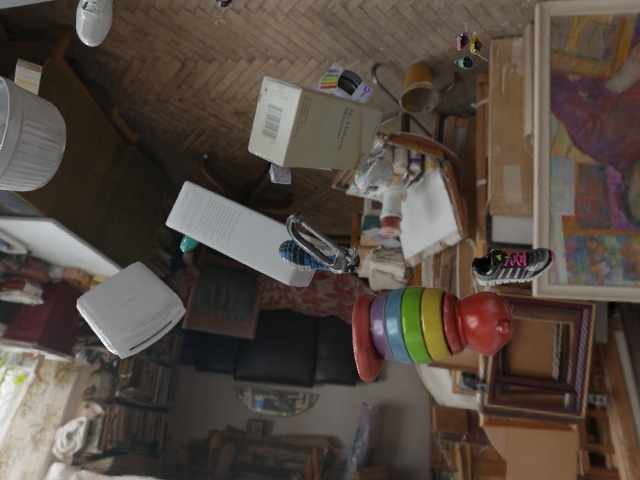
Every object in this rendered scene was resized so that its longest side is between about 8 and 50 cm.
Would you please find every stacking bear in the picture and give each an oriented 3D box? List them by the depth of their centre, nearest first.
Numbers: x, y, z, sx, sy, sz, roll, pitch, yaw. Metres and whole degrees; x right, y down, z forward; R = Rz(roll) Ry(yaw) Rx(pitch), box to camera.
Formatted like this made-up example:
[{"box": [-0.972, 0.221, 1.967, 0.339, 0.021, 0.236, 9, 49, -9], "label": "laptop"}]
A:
[{"box": [0.223, 0.167, 0.824, 0.288, 0.164, 0.175, -11, -173, 27], "label": "stacking bear"}]

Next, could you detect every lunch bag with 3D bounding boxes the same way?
[{"box": [-0.150, -0.242, 1.589, 0.071, 0.083, 0.053, 0, 138, -20], "label": "lunch bag"}]

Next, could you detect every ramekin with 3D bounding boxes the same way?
[{"box": [-0.584, -0.191, 0.806, 0.207, 0.207, 0.109, -10, 167, 29], "label": "ramekin"}]

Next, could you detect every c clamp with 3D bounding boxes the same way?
[{"box": [0.000, 0.000, 0.730, 0.160, 0.022, 0.137, 35, 156, 20], "label": "c clamp"}]

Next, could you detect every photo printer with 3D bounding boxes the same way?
[{"box": [-0.606, 0.223, 1.372, 0.307, 0.256, 0.107, 31, 145, 35], "label": "photo printer"}]

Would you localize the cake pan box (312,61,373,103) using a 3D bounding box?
[{"box": [0.096, -0.720, 2.111, 0.245, 0.267, 0.070, 38, 171, 2], "label": "cake pan box"}]

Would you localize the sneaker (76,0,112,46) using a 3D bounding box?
[{"box": [-0.701, -0.765, 1.291, 0.108, 0.293, 0.169, 15, -179, -8], "label": "sneaker"}]

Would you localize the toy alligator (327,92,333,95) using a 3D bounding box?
[{"box": [0.086, -0.388, 1.324, 0.056, 0.051, 0.190, -7, 124, 49], "label": "toy alligator"}]

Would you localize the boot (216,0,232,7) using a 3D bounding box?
[{"box": [-0.298, -0.943, 1.467, 0.088, 0.244, 0.176, 22, 168, -23], "label": "boot"}]

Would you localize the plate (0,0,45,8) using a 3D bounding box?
[{"box": [-0.272, -0.410, 0.438, 0.045, 0.278, 0.277, 23, 132, 29], "label": "plate"}]

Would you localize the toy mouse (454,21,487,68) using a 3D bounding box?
[{"box": [0.477, -0.626, 1.403, 0.031, 0.143, 0.161, 22, 154, 54], "label": "toy mouse"}]

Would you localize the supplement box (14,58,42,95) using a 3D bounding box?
[{"box": [-0.883, -0.487, 1.278, 0.062, 0.036, 0.098, 12, 137, -34], "label": "supplement box"}]

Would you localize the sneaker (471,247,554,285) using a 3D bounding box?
[{"box": [0.393, 0.047, 0.886, 0.074, 0.063, 0.170, 38, 142, -27], "label": "sneaker"}]

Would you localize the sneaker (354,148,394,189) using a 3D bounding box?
[{"box": [0.197, -0.219, 1.420, 0.090, 0.232, 0.115, -23, 108, 42], "label": "sneaker"}]

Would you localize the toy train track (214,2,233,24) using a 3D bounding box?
[{"box": [-0.319, -0.752, 1.410, 0.048, 0.083, 0.014, 44, -171, 1], "label": "toy train track"}]

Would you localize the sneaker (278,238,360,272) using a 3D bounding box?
[{"box": [-0.005, 0.041, 1.007, 0.190, 0.072, 0.083, 11, 179, -4], "label": "sneaker"}]

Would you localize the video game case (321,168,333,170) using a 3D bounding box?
[{"box": [-0.026, -0.382, 1.687, 0.026, 0.196, 0.274, -20, -161, -20], "label": "video game case"}]

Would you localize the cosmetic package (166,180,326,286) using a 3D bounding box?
[{"box": [-0.230, -0.017, 1.366, 0.453, 0.162, 0.230, 25, 179, 14], "label": "cosmetic package"}]

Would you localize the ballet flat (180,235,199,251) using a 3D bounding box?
[{"box": [-0.452, -0.038, 1.610, 0.074, 0.203, 0.074, 33, -177, -2], "label": "ballet flat"}]

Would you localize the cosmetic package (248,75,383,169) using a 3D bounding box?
[{"box": [-0.001, -0.252, 0.956, 0.113, 0.160, 0.309, 30, -156, 32], "label": "cosmetic package"}]
